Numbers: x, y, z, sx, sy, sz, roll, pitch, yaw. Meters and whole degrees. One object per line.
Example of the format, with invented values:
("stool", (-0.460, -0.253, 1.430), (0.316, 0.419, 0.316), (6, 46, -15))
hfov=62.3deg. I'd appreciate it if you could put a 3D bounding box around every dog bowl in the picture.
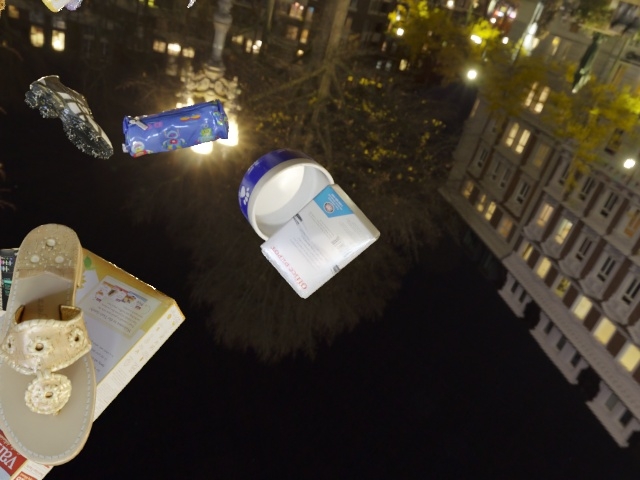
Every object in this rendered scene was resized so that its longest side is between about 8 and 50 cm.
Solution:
("dog bowl", (-0.096, -0.126, 1.522), (0.265, 0.264, 0.104), (-4, -144, -34))

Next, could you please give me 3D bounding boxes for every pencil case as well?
("pencil case", (-0.416, -0.325, 1.522), (0.306, 0.133, 0.119), (-14, -109, -12))

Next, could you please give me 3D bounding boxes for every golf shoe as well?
("golf shoe", (-0.498, -0.259, 1.094), (0.198, 0.077, 0.093), (48, -142, -29))

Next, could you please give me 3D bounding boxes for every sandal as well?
("sandal", (-0.261, 0.078, 0.489), (0.088, 0.079, 0.239), (-5, -118, -16))

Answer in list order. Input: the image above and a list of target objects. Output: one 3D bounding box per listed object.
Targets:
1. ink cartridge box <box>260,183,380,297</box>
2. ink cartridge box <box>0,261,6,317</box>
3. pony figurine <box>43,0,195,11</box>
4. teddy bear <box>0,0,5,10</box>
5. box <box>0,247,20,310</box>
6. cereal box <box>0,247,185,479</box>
("ink cartridge box", (0.000, 0.000, 1.054), (0.139, 0.191, 0.082), (50, -163, 2))
("ink cartridge box", (-0.562, 0.146, 0.870), (0.117, 0.278, 0.201), (4, -117, 8))
("pony figurine", (-0.398, -0.592, 0.977), (0.351, 0.364, 0.302), (52, -165, -42))
("teddy bear", (-0.906, -0.676, 1.274), (0.113, 0.337, 0.245), (-11, -148, 15))
("box", (-0.385, 0.051, 0.707), (0.052, 0.083, 0.062), (0, -179, 42))
("cereal box", (-0.297, 0.130, 0.593), (0.173, 0.047, 0.240), (25, -122, 25))
